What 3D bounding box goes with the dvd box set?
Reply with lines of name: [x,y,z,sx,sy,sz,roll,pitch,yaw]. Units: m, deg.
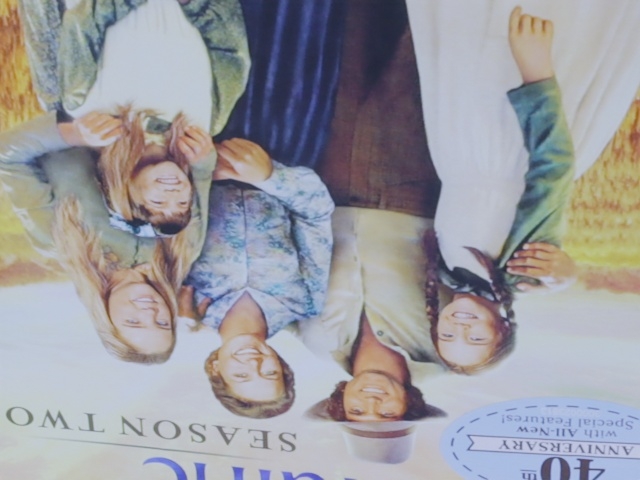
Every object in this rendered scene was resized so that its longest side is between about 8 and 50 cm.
dvd box set: [0.000,0.000,0.726,0.062,0.307,0.420,-78,171,-50]
